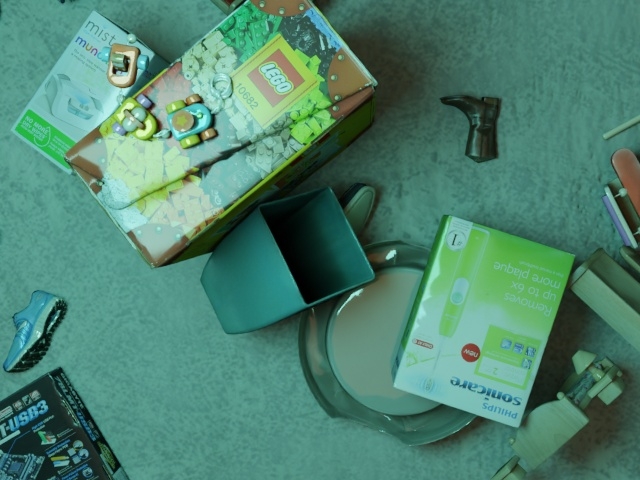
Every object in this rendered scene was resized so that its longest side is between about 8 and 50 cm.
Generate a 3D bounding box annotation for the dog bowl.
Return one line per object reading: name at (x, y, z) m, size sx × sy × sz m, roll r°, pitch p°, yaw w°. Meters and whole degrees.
dog bowl at (0.137, 0.169, 1.608) m, size 0.348 × 0.102 × 0.349 m, roll 0°, pitch 92°, yaw 3°

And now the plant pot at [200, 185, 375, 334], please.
plant pot at (-0.072, 0.052, 1.492) m, size 0.234 × 0.165 × 0.166 m, roll -34°, pitch 79°, yaw 43°

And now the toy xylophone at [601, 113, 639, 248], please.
toy xylophone at (0.612, -0.127, 1.582) m, size 0.322 × 0.081 × 0.236 m, roll -35°, pitch 89°, yaw 3°

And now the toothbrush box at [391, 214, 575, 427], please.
toothbrush box at (0.252, 0.121, 1.490) m, size 0.206 × 0.122 × 0.283 m, roll 19°, pitch 94°, yaw 2°

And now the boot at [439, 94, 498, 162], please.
boot at (0.254, -0.192, 1.625) m, size 0.106 × 0.037 × 0.114 m, roll 5°, pitch 97°, yaw 5°

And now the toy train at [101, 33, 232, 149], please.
toy train at (-0.197, -0.179, 1.144) m, size 0.166 × 0.046 × 0.125 m, roll 16°, pitch 93°, yaw 3°

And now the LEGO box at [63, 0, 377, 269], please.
LEGO box at (-0.114, -0.157, 1.412) m, size 0.372 × 0.500 × 0.193 m, roll -39°, pitch 90°, yaw 3°

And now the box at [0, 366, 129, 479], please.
box at (-0.516, 0.423, 1.667) m, size 0.295 × 0.073 × 0.293 m, roll -31°, pitch 89°, yaw 4°

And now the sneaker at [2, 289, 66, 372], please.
sneaker at (-0.518, 0.161, 1.675) m, size 0.073 × 0.063 × 0.162 m, roll 30°, pitch 89°, yaw 19°

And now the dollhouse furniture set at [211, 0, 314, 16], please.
dollhouse furniture set at (-0.124, -0.403, 1.567) m, size 0.183 × 0.129 × 0.129 m, roll 42°, pitch 63°, yaw 0°

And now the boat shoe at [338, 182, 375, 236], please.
boat shoe at (0.000, 0.000, 1.615) m, size 0.079 × 0.095 × 0.255 m, roll 42°, pitch 108°, yaw 32°

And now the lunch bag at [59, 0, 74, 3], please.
lunch bag at (-0.434, -0.579, 1.545) m, size 0.256 × 0.212 × 0.305 m, roll -24°, pitch 100°, yaw 46°

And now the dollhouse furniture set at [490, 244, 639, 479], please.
dollhouse furniture set at (0.405, 0.197, 1.568) m, size 0.174 × 0.303 × 0.356 m, roll 45°, pitch 123°, yaw 13°

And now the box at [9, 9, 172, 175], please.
box at (-0.356, -0.231, 1.544) m, size 0.126 × 0.262 × 0.231 m, roll 36°, pitch 92°, yaw 1°
